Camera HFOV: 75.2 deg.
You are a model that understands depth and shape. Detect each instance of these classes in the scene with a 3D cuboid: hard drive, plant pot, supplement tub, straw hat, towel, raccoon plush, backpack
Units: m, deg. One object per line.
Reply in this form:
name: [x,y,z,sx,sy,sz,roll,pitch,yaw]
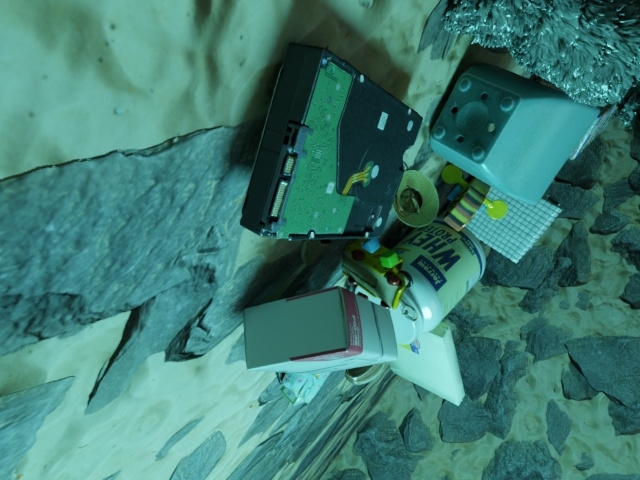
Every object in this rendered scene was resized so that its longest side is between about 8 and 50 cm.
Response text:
hard drive: [0.037,-0.119,0.636,0.339,0.064,0.236,-4,114,-58]
plant pot: [0.389,-0.244,0.911,0.252,0.247,0.247,-3,126,-44]
supplement tub: [0.275,0.107,1.152,0.325,0.235,0.235,-37,150,-29]
straw hat: [0.204,-0.092,0.981,0.144,0.144,0.061,-36,-172,-29]
towel: [0.619,-0.097,1.399,0.121,0.284,0.235,-5,128,-57]
raccoon plush: [0.402,-0.309,0.623,0.299,0.446,0.216,-1,134,-26]
backpack: [-0.035,0.324,1.061,0.152,0.115,0.182,-26,146,-46]

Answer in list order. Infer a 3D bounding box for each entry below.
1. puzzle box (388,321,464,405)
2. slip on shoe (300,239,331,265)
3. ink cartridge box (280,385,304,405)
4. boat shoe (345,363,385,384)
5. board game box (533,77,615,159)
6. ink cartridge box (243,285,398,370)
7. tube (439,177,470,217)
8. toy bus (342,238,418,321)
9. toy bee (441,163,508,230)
puzzle box: [0.319,0.366,1.368,0.052,0.272,0.408,-47,134,-26]
slip on shoe: [0.000,0.000,0.795,0.051,0.041,0.135,-20,139,-47]
ink cartridge box: [-0.014,0.371,1.209,0.209,0.062,0.109,-56,153,6]
boat shoe: [0.202,0.395,1.546,0.324,0.123,0.116,-38,132,-35]
board game box: [0.772,-0.412,1.312,0.291,0.232,0.141,-34,148,-33]
ink cartridge box: [0.014,0.191,0.829,0.207,0.117,0.283,-17,155,22]
tube: [0.486,-0.152,1.349,0.240,0.070,0.062,-51,169,3]
toy bus: [0.147,0.072,0.961,0.104,0.202,0.191,-35,-168,-32]
toy bee: [0.426,-0.158,1.153,0.162,0.195,0.298,-55,-164,40]
